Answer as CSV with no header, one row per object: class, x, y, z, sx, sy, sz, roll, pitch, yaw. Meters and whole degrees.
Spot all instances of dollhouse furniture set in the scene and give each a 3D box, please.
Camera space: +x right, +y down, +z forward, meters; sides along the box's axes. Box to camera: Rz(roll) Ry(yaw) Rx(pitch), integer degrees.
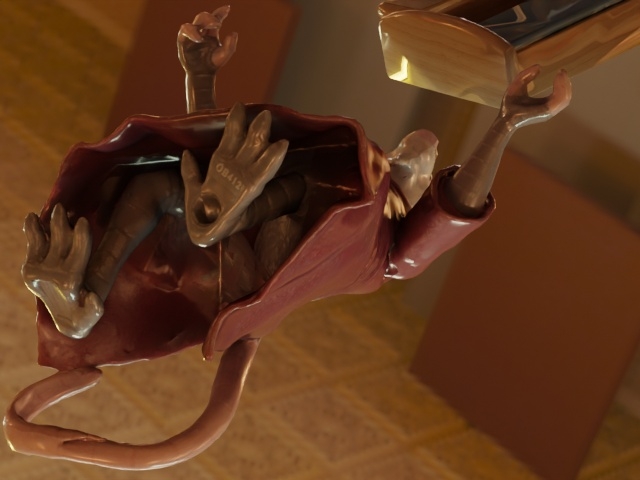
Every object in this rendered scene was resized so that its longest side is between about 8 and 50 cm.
dollhouse furniture set,0.110,-0.284,1.199,0.198,0.303,0.286,-26,-152,-29

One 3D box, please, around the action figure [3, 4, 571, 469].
action figure,0.000,0.000,1.073,0.248,0.276,0.370,11,-175,23
